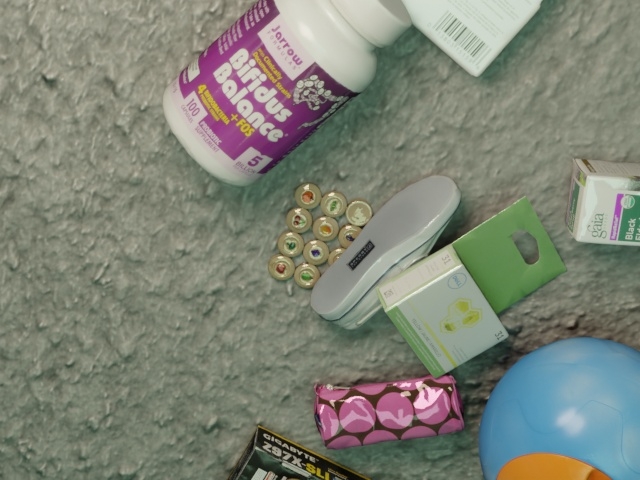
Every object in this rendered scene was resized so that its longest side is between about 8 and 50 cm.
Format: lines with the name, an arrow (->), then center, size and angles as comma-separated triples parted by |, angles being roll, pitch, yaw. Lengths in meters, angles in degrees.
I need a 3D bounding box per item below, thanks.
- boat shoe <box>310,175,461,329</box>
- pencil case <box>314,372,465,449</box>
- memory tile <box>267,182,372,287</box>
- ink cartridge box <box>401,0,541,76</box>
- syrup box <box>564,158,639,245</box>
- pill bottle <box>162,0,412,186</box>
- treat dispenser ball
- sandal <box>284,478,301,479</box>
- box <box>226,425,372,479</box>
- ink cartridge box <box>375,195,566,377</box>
boat shoe -> 0.100, 0.019, 1.717 | 0.258, 0.095, 0.084 | -42, 131, 14
pencil case -> 0.095, 0.235, 1.780 | 0.209, 0.095, 0.098 | -8, 94, 0
memory tile -> 0.000, 0.000, 1.740 | 0.113, 0.012, 0.148 | 19, 107, -6
ink cartridge box -> 0.172, -0.383, 1.590 | 0.275, 0.060, 0.239 | 39, 103, -11
syrup box -> 0.452, -0.046, 1.682 | 0.237, 0.096, 0.093 | 4, 109, -2
pill bottle -> -0.039, -0.217, 1.567 | 0.301, 0.169, 0.169 | -40, 104, 21
treat dispenser ball -> 0.355, 0.273, 1.686 | 0.288, 0.288, 0.288 | 0, 108, 0
sandal -> -0.068, 0.414, 1.783 | 0.072, 0.049, 0.180 | 24, 92, -14
box -> -0.055, 0.466, 1.861 | 0.257, 0.079, 0.322 | 27, 106, -7
ink cartridge box -> 0.213, 0.067, 1.701 | 0.235, 0.056, 0.171 | -31, 131, 7
